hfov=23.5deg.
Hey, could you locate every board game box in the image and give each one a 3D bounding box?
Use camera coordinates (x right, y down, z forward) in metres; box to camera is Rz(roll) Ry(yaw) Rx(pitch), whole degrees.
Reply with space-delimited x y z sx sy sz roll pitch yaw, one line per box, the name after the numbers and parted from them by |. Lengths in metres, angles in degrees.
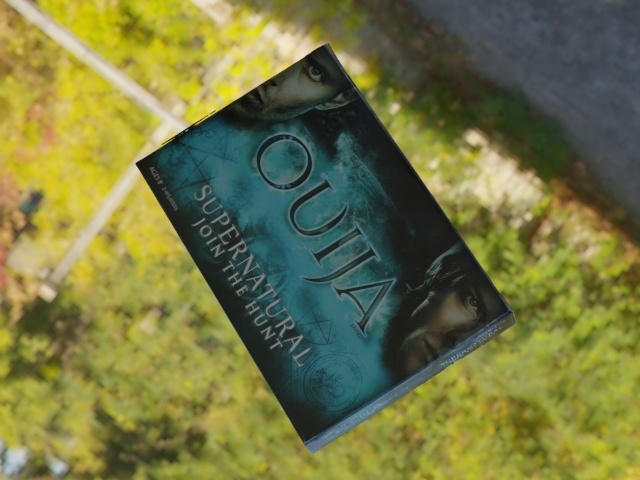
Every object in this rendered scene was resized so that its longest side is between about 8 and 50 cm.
0.000 0.000 0.808 0.186 0.126 0.026 57 179 22 | board game box
